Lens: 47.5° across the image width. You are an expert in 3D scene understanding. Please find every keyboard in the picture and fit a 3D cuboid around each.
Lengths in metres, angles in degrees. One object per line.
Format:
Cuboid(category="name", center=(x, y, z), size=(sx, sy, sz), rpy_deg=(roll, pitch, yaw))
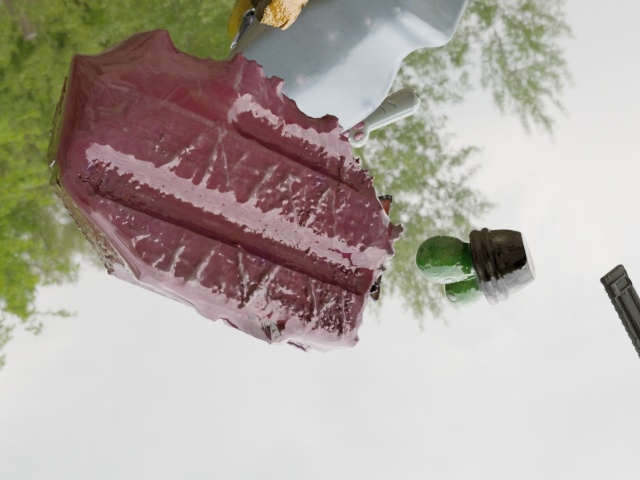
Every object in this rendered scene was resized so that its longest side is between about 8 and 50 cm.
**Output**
Cuboid(category="keyboard", center=(0.426, 0.132, 0.952), size=(0.061, 0.204, 0.013), rpy_deg=(-24, 177, -41))

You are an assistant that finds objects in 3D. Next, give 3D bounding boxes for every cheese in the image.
Cuboid(category="cheese", center=(-0.133, -0.403, 1.325), size=(0.156, 0.064, 0.250), rpy_deg=(-57, -163, 33))

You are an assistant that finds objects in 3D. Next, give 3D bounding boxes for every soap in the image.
Cuboid(category="soap", center=(-0.087, -0.038, 0.645), size=(0.127, 0.325, 0.220), rpy_deg=(-3, -115, 57))

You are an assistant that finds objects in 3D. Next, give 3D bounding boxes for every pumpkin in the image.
Cuboid(category="pumpkin", center=(-0.040, -0.242, 0.646), size=(0.054, 0.074, 0.083), rpy_deg=(5, -130, -37))

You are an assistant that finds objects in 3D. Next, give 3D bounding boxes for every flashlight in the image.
Cuboid(category="flashlight", center=(0.127, -0.276, 1.599), size=(0.200, 0.093, 0.047), rpy_deg=(-25, 165, -2))

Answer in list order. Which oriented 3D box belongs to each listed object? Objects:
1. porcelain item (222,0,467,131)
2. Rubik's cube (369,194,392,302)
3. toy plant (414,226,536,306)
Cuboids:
Cuboid(category="porcelain item", center=(-0.002, -0.253, 0.992), size=(0.405, 0.178, 0.242), rpy_deg=(-27, -151, 44))
Cuboid(category="Rubik's cube", center=(0.000, 0.000, 1.333), size=(0.178, 0.190, 0.211), rpy_deg=(-25, -136, 51))
Cuboid(category="toy plant", center=(0.341, 0.058, 1.599), size=(0.235, 0.218, 0.175), rpy_deg=(-17, -135, 19))
